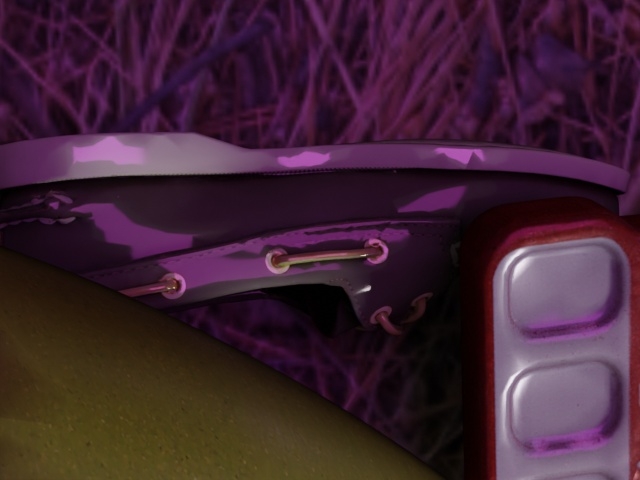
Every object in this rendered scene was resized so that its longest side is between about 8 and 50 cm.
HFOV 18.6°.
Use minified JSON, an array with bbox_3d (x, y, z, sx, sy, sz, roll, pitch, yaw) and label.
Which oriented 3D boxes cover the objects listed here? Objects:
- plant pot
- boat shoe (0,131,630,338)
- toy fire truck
[{"bbox_3d":[-0.080,0.143,0.783,0.293,0.274,0.275,12,79,-39],"label":"plant pot"},{"bbox_3d":[-0.001,0.000,0.894,0.305,0.109,0.091,0,86,-18],"label":"boat shoe"},{"bbox_3d":[0.183,0.118,0.905,0.254,0.169,0.302,-5,110,-11],"label":"toy fire truck"}]
